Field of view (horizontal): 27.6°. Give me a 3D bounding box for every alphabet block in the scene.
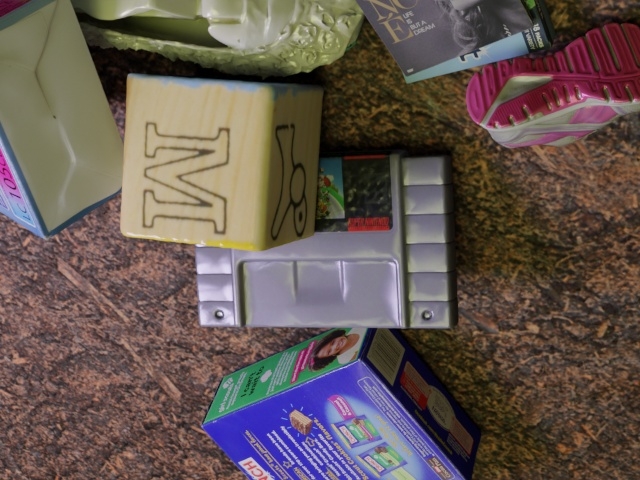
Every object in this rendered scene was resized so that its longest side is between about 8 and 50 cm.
[{"bbox_3d":[-0.118,-0.101,1.603,0.193,0.192,0.197,7,98,21],"label":"alphabet block"}]

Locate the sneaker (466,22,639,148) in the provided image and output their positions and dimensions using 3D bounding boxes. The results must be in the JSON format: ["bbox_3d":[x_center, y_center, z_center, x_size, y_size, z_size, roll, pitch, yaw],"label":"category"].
[{"bbox_3d":[0.298,-0.172,1.506,0.252,0.103,0.111,-11,159,11],"label":"sneaker"}]

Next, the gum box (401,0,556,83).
[{"bbox_3d":[0.159,-0.277,1.510,0.184,0.041,0.157,-11,121,27],"label":"gum box"}]

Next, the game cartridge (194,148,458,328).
[{"bbox_3d":[0.000,0.000,1.701,0.355,0.068,0.230,-1,100,20],"label":"game cartridge"}]

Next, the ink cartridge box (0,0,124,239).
[{"bbox_3d":[-0.425,-0.195,1.647,0.395,0.151,0.270,26,141,48],"label":"ink cartridge box"}]

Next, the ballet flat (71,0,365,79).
[{"bbox_3d":[-0.150,-0.271,1.550,0.408,0.147,0.147,5,126,18],"label":"ballet flat"}]

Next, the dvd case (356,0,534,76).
[{"bbox_3d":[0.116,-0.288,1.436,0.164,0.018,0.221,-19,131,25],"label":"dvd case"}]

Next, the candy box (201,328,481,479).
[{"bbox_3d":[0.029,0.279,1.912,0.317,0.122,0.268,-27,113,32],"label":"candy box"}]
